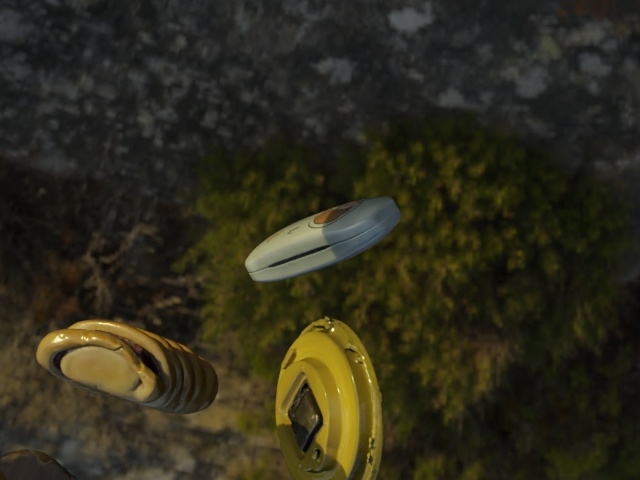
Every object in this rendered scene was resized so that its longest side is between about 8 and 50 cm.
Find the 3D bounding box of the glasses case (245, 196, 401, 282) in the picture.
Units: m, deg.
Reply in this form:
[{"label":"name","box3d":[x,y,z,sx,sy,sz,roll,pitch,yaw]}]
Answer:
[{"label":"glasses case","box3d":[0.000,0.000,1.252,0.178,0.067,0.045,-19,103,46]}]

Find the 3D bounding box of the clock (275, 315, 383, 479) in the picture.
[{"label":"clock","box3d":[-0.004,0.210,1.636,0.057,0.237,0.237,1,146,-29]}]

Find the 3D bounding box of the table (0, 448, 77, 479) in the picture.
[{"label":"table","box3d":[-0.223,0.388,1.151,0.317,0.317,0.249,39,171,-31]}]

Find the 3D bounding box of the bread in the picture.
[{"label":"bread","box3d":[-0.197,0.133,1.458,0.134,0.081,0.225,13,170,18]}]
